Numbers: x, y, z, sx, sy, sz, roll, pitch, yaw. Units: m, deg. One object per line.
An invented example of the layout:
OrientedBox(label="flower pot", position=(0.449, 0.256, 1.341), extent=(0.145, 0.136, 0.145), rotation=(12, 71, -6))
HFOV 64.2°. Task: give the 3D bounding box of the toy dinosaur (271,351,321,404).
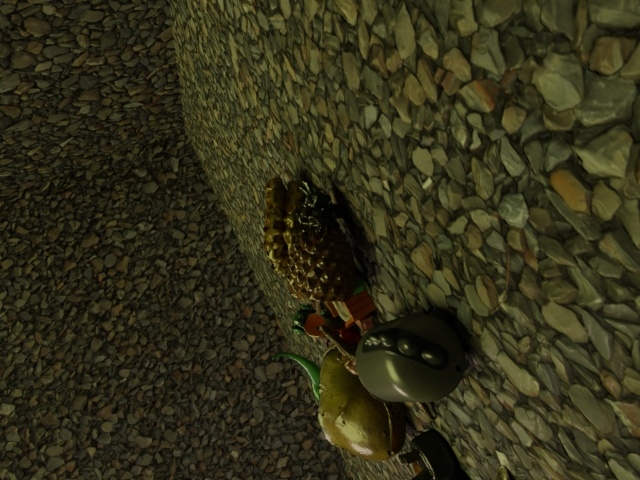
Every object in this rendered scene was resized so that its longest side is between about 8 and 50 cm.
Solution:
OrientedBox(label="toy dinosaur", position=(-0.021, 0.702, 2.268), extent=(0.144, 0.499, 0.375), rotation=(-6, 73, 65))

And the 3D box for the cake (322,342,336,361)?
OrientedBox(label="cake", position=(0.090, 0.534, 2.140), extent=(0.221, 0.116, 0.086), rotation=(65, -160, 6))

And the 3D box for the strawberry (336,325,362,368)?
OrientedBox(label="strawberry", position=(0.114, 0.341, 1.707), extent=(0.188, 0.082, 0.121), rotation=(-113, 2, -62))

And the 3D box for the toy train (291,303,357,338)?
OrientedBox(label="toy train", position=(0.019, 0.316, 1.876), extent=(0.177, 0.116, 0.285), rotation=(17, 174, 34))

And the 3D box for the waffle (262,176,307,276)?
OrientedBox(label="waffle", position=(-0.109, -0.048, 1.715), extent=(0.261, 0.150, 0.325), rotation=(73, -171, -56))

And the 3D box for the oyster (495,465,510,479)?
OrientedBox(label="oyster", position=(0.471, 0.601, 1.250), extent=(0.080, 0.038, 0.084), rotation=(-4, 84, 62))

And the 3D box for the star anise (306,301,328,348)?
OrientedBox(label="star anise", position=(0.004, 0.361, 2.239), extent=(0.177, 0.073, 0.234), rotation=(-87, -21, -58))

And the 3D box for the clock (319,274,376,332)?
OrientedBox(label="clock", position=(0.078, 0.184, 1.718), extent=(0.255, 0.106, 0.220), rotation=(40, 150, 55))

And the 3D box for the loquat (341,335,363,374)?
OrientedBox(label="loquat", position=(0.140, 0.412, 1.808), extent=(0.113, 0.137, 0.137), rotation=(-137, 25, -75))

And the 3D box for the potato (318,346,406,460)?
OrientedBox(label="potato", position=(0.184, 0.605, 1.896), extent=(0.295, 0.289, 0.398), rotation=(-8, 67, 45))

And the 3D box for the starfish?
OrientedBox(label="starfish", position=(0.176, 0.395, 1.490), extent=(0.384, 0.132, 0.398), rotation=(66, -163, 14))

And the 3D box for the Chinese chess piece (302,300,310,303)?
OrientedBox(label="Chinese chess piece", position=(-0.078, 0.238, 2.393), extent=(0.122, 0.051, 0.122), rotation=(55, 163, 26))

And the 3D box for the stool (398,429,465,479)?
OrientedBox(label="stool", position=(0.344, 0.701, 1.581), extent=(0.228, 0.139, 0.154), rotation=(40, 152, 62))

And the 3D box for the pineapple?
OrientedBox(label="pineapple", position=(0.002, 0.000, 1.507), extent=(0.223, 0.222, 0.358), rotation=(171, 98, -73))

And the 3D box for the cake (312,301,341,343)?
OrientedBox(label="cake", position=(0.030, 0.269, 2.072), extent=(0.116, 0.112, 0.296), rotation=(30, 131, 54))

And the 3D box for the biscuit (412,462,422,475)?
OrientedBox(label="biscuit", position=(0.399, 0.846, 1.753), extent=(0.221, 0.066, 0.221), rotation=(56, 165, 24))

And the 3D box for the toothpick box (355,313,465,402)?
OrientedBox(label="toothpick box", position=(0.210, 0.282, 1.242), extent=(0.229, 0.228, 0.316), rotation=(62, 163, 9))
